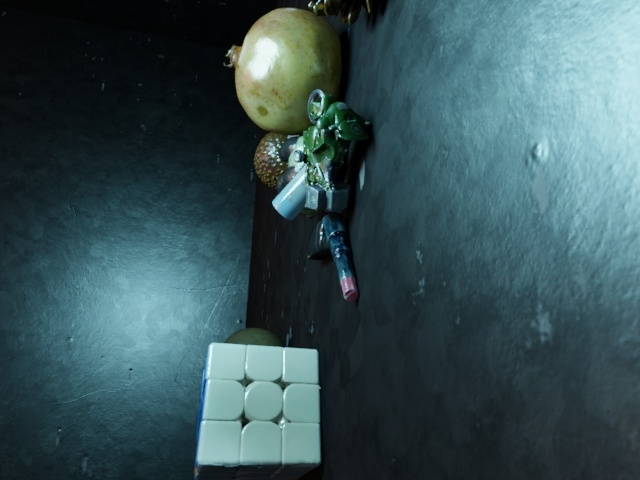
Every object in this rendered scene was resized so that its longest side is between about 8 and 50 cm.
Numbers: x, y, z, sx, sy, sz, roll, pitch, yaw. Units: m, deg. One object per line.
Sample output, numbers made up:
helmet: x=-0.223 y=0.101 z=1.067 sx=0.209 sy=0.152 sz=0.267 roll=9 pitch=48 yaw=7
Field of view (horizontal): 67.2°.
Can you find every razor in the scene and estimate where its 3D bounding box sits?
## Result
razor: x=0.000 y=0.000 z=1.257 sx=0.148 sy=0.054 sz=0.090 roll=139 pitch=139 yaw=-70

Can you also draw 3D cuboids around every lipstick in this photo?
lipstick: x=0.046 y=0.037 z=1.069 sx=0.053 sy=0.054 sz=0.234 roll=109 pitch=159 yaw=-44

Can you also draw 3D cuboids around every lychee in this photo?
lychee: x=-0.129 y=-0.285 z=1.654 sx=0.238 sy=0.200 sz=0.200 roll=-29 pitch=50 yaw=39

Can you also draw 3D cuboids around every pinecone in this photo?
pinecone: x=0.042 y=-0.581 z=1.044 sx=0.229 sy=0.202 sz=0.202 roll=14 pitch=-84 yaw=-79

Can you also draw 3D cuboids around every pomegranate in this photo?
pomegranate: x=-0.103 y=-0.464 z=1.321 sx=0.338 sy=0.339 sz=0.337 roll=-174 pitch=90 yaw=-77

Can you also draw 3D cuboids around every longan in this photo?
longan: x=-0.223 y=0.417 z=1.611 sx=0.258 sy=0.258 sz=0.257 roll=-174 pitch=90 yaw=-77

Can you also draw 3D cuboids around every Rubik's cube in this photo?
Rubik's cube: x=-0.172 y=0.460 z=1.264 sx=0.290 sy=0.291 sz=0.291 roll=115 pitch=156 yaw=-53

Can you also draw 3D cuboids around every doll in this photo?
doll: x=-0.040 y=-0.180 z=1.329 sx=0.135 sy=0.144 sz=0.234 roll=-174 pitch=90 yaw=-71

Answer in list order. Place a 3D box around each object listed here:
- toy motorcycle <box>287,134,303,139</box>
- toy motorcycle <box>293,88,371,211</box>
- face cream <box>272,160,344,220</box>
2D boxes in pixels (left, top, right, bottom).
toy motorcycle: x=-0.047 y=-0.301 z=1.533 sx=0.112 sy=0.113 sz=0.254 roll=-132 pitch=48 yaw=-72
toy motorcycle: x=0.025 y=-0.187 z=1.067 sx=0.187 sy=0.125 sz=0.274 roll=29 pitch=125 yaw=48
face cream: x=-0.021 y=-0.155 z=1.213 sx=0.229 sy=0.075 sz=0.075 roll=-46 pitch=25 yaw=13
